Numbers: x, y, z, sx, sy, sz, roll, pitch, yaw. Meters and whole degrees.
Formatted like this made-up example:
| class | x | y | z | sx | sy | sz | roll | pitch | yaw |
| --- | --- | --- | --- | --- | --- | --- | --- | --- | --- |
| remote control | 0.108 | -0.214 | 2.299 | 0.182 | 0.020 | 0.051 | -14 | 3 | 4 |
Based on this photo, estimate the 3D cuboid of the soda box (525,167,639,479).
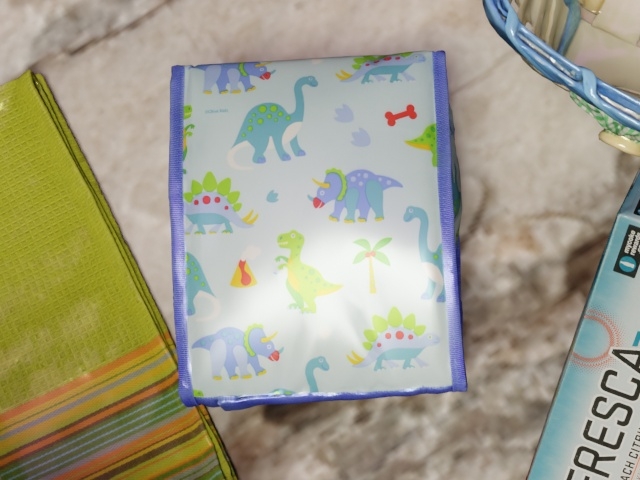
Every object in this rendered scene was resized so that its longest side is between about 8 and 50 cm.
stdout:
| class | x | y | z | sx | sy | sz | roll | pitch | yaw |
| --- | --- | --- | --- | --- | --- | --- | --- | --- | --- |
| soda box | 0.129 | 0.066 | 0.681 | 0.063 | 0.058 | 0.183 | 20 | 118 | 11 |

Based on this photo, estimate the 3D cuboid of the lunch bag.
| class | x | y | z | sx | sy | sz | roll | pitch | yaw |
| --- | --- | --- | --- | --- | --- | --- | --- | --- | --- |
| lunch bag | 0.000 | 0.000 | 0.743 | 0.129 | 0.096 | 0.151 | -4 | 67 | 6 |

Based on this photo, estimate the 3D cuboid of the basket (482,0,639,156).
| class | x | y | z | sx | sy | sz | roll | pitch | yaw |
| --- | --- | --- | --- | --- | --- | --- | --- | --- | --- |
| basket | 0.194 | -0.120 | 0.643 | 0.254 | 0.289 | 0.201 | 24 | 80 | 14 |

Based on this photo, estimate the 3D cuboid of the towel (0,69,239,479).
| class | x | y | z | sx | sy | sz | roll | pitch | yaw |
| --- | --- | --- | --- | --- | --- | --- | --- | --- | --- |
| towel | -0.131 | 0.039 | 0.790 | 0.102 | 0.021 | 0.237 | -27 | 75 | 0 |
